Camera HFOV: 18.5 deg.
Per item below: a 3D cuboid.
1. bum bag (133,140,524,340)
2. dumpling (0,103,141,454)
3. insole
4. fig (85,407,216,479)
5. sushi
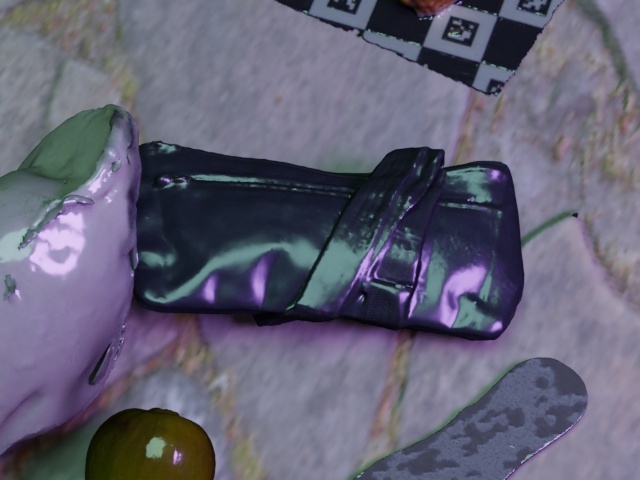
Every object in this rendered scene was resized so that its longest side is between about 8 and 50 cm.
[{"bbox_3d":[0.000,0.000,1.186,0.248,0.060,0.123,3,62,0],"label":"bum bag"},{"bbox_3d":[-0.182,0.027,1.134,0.247,0.142,0.172,-54,35,-1],"label":"dumpling"},{"bbox_3d":[0.077,0.133,1.140,0.193,0.006,0.065,-36,66,-19],"label":"insole"},{"bbox_3d":[-0.098,0.136,1.104,0.074,0.074,0.088,15,88,9],"label":"fig"},{"bbox_3d":[0.087,-0.217,1.318,0.192,0.040,0.210,25,64,14],"label":"sushi"}]
